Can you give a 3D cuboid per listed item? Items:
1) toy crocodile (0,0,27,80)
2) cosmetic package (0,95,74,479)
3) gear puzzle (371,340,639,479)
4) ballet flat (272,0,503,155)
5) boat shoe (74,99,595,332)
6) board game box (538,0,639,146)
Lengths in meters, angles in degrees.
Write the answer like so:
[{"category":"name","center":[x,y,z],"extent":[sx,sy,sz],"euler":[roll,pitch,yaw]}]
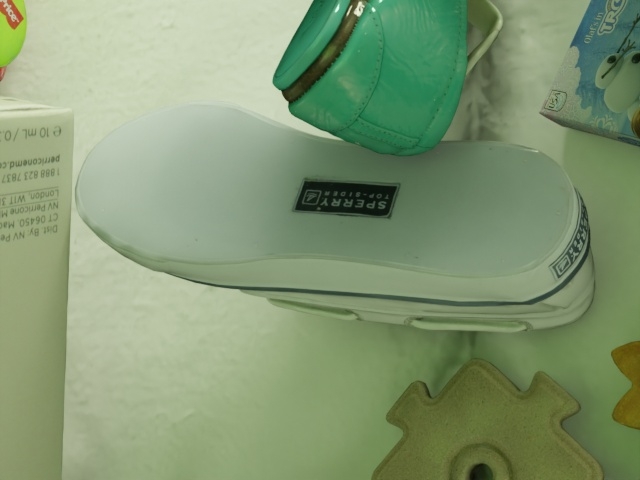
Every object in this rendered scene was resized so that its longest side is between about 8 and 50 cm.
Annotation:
[{"category":"toy crocodile","center":[-0.220,-0.186,0.695],"extent":[0.115,0.105,0.341],"euler":[-5,73,28]},{"category":"cosmetic package","center":[-0.221,0.074,0.571],"extent":[0.153,0.129,0.296],"euler":[10,103,30]},{"category":"gear puzzle","center":[0.080,0.151,0.497],"extent":[0.175,0.044,0.339],"euler":[43,98,29]},{"category":"ballet flat","center":[0.046,-0.130,0.533],"extent":[0.083,0.087,0.247],"euler":[-35,29,45]},{"category":"boat shoe","center":[0.000,0.000,0.539],"extent":[0.258,0.084,0.095],"euler":[13,64,30]},{"category":"board game box","center":[0.146,-0.085,0.494],"extent":[0.090,0.020,0.090],"euler":[28,94,58]}]
